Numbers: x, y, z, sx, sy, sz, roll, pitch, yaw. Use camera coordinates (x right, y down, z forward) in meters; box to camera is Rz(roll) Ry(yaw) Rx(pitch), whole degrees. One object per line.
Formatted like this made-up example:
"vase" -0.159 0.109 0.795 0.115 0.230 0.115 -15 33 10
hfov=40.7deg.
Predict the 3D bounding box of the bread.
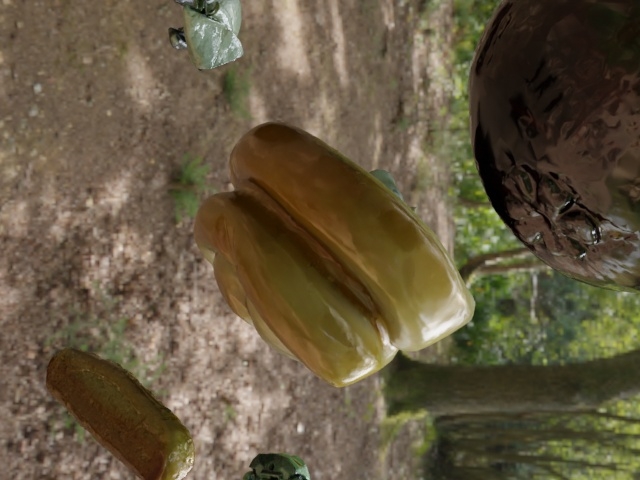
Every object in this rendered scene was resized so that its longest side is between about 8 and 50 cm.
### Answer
"bread" 0.004 0.024 1.101 0.329 0.424 0.245 31 91 -33

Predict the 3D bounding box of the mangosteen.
"mangosteen" 0.268 -0.102 0.688 0.297 0.293 0.297 59 -17 31

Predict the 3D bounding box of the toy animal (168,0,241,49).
"toy animal" -0.182 -0.368 1.302 0.225 0.121 0.094 86 -14 -55

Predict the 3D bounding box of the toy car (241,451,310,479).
"toy car" -0.046 0.353 1.070 0.058 0.093 0.186 -8 93 -55

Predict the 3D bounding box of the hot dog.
"hot dog" -0.176 0.151 0.772 0.047 0.216 0.066 24 87 -46

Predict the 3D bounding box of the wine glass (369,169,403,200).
"wine glass" 0.106 -0.043 1.443 0.195 0.079 0.079 -98 175 -56

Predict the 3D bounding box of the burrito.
"burrito" -0.150 -0.288 1.178 0.044 0.074 0.118 57 -14 37
